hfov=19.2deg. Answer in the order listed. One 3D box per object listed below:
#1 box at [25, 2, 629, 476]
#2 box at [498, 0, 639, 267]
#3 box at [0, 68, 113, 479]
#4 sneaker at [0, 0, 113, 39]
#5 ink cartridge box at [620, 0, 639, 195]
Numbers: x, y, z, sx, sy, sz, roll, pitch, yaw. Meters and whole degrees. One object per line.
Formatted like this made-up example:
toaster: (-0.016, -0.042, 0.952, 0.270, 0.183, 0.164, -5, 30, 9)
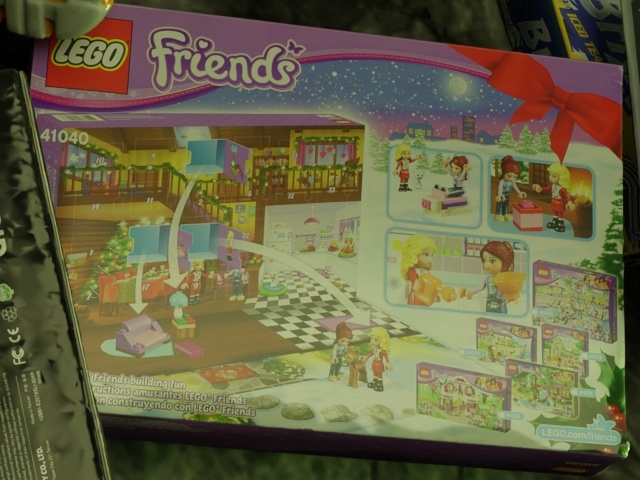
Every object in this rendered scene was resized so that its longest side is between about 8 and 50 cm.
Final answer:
box: (0.000, 0.000, 0.902, 0.293, 0.057, 0.201, 6, 71, -10)
box: (0.152, -0.071, 1.018, 0.059, 0.054, 0.169, -10, 77, -25)
box: (-0.213, 0.108, 0.762, 0.257, 0.079, 0.322, -12, 78, -9)
sneaker: (-0.183, -0.157, 0.875, 0.214, 0.084, 0.083, 20, 47, 8)
ink cartridge box: (0.234, -0.027, 0.996, 0.206, 0.045, 0.208, 19, 61, -47)
